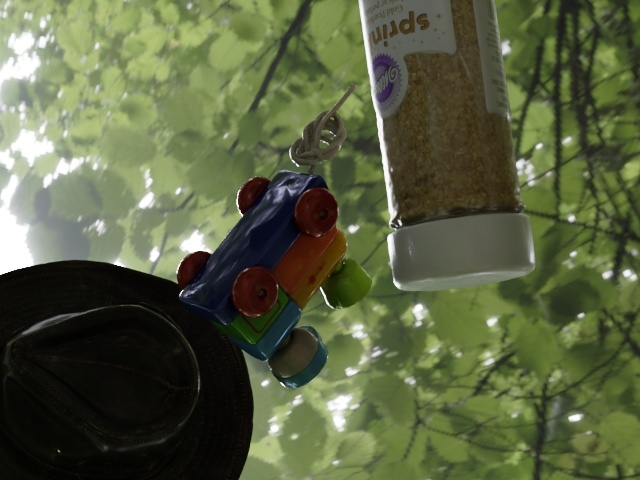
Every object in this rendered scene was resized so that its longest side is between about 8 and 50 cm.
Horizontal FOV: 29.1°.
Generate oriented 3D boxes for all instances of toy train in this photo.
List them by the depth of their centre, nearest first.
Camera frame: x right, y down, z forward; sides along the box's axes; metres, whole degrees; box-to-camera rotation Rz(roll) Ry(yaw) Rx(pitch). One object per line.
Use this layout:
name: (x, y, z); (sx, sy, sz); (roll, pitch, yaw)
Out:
toy train: (0.000, 0.000, 1.087); (0.248, 0.105, 0.143); (-52, -54, -19)

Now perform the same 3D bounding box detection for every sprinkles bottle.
sprinkles bottle: (0.100, -0.138, 1.055); (0.121, 0.121, 0.355); (-4, -98, -20)

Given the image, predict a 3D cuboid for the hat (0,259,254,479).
hat: (-0.216, 0.139, 1.160); (0.331, 0.134, 0.331); (5, -113, -11)
